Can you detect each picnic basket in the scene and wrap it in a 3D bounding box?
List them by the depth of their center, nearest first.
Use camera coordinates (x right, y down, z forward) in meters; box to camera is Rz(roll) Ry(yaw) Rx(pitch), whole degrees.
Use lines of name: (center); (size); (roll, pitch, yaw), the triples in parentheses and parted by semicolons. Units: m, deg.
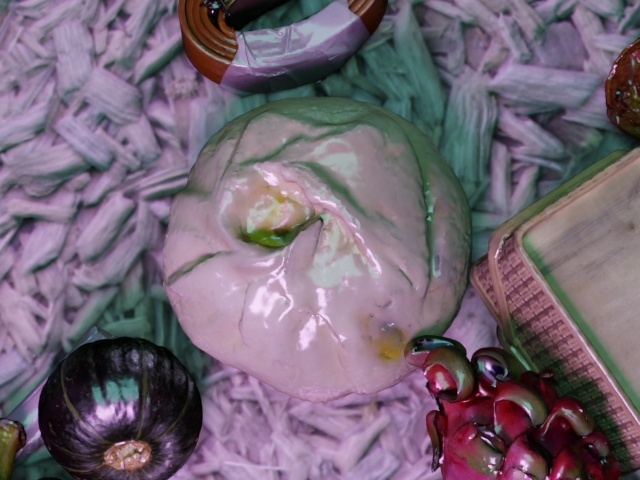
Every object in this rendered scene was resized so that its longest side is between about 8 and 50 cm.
picnic basket: (0.339, 0.081, 1.875); (0.228, 0.175, 0.313); (-32, 83, -22)

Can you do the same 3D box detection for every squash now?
squash: (-0.222, 0.194, 1.882); (0.193, 0.156, 0.193); (1, 118, 2)

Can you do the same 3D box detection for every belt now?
belt: (-0.041, -0.283, 2.021); (0.261, 0.105, 0.184); (-28, 77, -7)

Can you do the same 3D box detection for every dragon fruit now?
dragon fruit: (0.211, 0.218, 1.793); (0.198, 0.218, 0.272); (-16, 91, 14)

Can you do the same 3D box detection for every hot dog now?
hot dog: (0.451, -0.170, 1.987); (0.227, 0.099, 0.160); (8, 78, 6)

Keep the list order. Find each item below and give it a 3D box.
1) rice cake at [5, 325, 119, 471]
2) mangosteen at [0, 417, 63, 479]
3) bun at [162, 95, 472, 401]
rice cake: (-0.332, 0.204, 1.954); (0.055, 0.049, 0.270); (43, 83, 9)
mangosteen: (-0.353, 0.342, 1.848); (0.231, 0.231, 0.289); (-14, 61, -1)
bun: (0.000, 0.000, 1.902); (0.365, 0.219, 0.365); (0, 82, 0)
